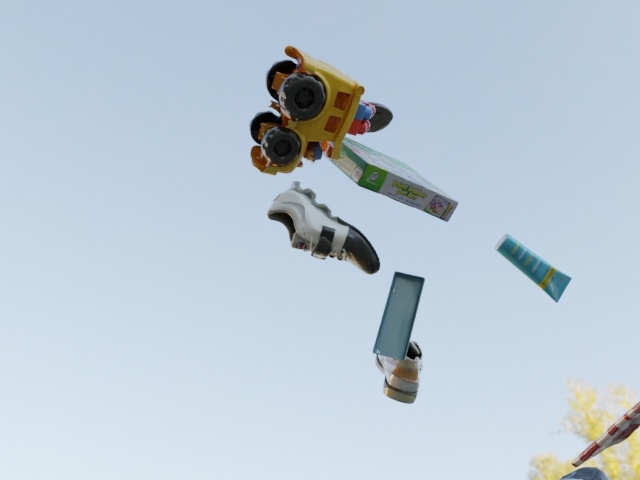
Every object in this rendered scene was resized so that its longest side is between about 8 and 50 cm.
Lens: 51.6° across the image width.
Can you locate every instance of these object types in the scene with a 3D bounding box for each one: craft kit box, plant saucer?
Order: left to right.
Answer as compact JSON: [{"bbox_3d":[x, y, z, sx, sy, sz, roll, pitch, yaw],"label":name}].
[{"bbox_3d":[0.136,-0.145,1.428,0.246,0.250,0.061,22,-74,-32],"label":"craft kit box"},{"bbox_3d":[0.161,0.153,1.349,0.067,0.192,0.018,12,-31,12],"label":"plant saucer"}]

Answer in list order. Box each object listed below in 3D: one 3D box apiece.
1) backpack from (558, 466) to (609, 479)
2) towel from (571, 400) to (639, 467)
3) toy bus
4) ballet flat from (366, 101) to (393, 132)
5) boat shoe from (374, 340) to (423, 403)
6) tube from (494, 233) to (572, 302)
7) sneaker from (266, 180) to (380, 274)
[{"bbox_3d":[0.353,0.516,0.958,0.273,0.290,0.355,-27,-18,20],"label":"backpack"},{"bbox_3d":[0.839,0.489,1.784,0.237,0.037,0.329,-9,-41,-38],"label":"towel"},{"bbox_3d":[-0.007,-0.215,1.208,0.211,0.149,0.220,14,-70,-26],"label":"toy bus"},{"bbox_3d":[0.065,-0.305,1.580,0.249,0.058,0.084,-3,-47,-30],"label":"ballet flat"},{"bbox_3d":[0.198,0.285,1.584,0.113,0.302,0.103,15,-81,-3],"label":"boat shoe"},{"bbox_3d":[0.538,0.065,1.681,0.207,0.080,0.052,37,-10,-1],"label":"tube"},{"bbox_3d":[0.000,0.000,1.706,0.330,0.146,0.122,39,-31,15],"label":"sneaker"}]
